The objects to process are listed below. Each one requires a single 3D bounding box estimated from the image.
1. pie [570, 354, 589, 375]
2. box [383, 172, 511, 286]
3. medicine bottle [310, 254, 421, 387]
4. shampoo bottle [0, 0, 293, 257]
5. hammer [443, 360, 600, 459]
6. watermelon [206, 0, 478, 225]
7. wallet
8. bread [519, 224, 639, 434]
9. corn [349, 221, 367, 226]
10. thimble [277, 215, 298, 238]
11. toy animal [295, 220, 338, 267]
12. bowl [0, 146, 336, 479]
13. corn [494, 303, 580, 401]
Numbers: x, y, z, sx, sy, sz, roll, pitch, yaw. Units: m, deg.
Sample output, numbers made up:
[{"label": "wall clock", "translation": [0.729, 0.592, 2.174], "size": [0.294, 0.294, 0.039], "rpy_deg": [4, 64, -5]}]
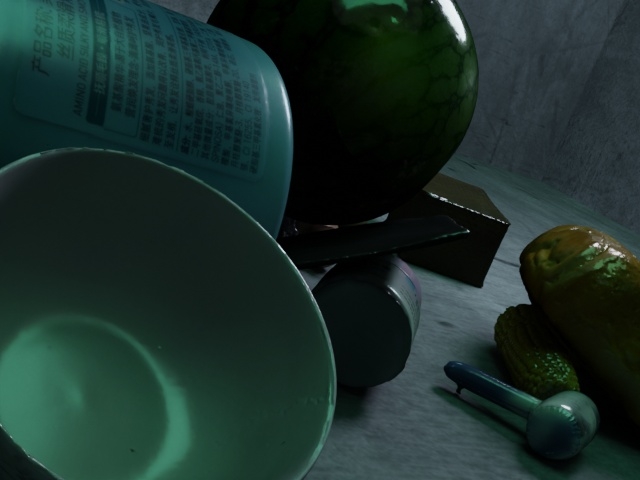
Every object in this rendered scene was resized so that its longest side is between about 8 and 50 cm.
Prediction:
[{"label": "pie", "translation": [0.421, 0.195, 1.442], "size": [0.084, 0.020, 0.084], "rpy_deg": [21, 12, -5]}, {"label": "box", "translation": [0.240, -0.038, 1.785], "size": [0.184, 0.143, 0.273], "rpy_deg": [20, 15, -8]}, {"label": "medicine bottle", "translation": [0.052, 0.087, 1.072], "size": [0.135, 0.135, 0.168], "rpy_deg": [24, 14, 7]}, {"label": "shampoo bottle", "translation": [-0.248, -0.082, 0.843], "size": [0.342, 0.331, 0.331], "rpy_deg": [12, 17, -35]}, {"label": "hammer", "translation": [0.235, 0.194, 1.092], "size": [0.194, 0.069, 0.116], "rpy_deg": [24, 15, 28]}, {"label": "watermelon", "translation": [0.021, -0.194, 1.104], "size": [0.363, 0.363, 0.363], "rpy_deg": [20, 14, -5]}, {"label": "wallet", "translation": [0.028, 0.004, 1.044], "size": [0.247, 0.041, 0.323], "rpy_deg": [-11, 2, 1]}, {"label": "bread", "translation": [0.435, 0.114, 1.296], "size": [0.337, 0.148, 0.328], "rpy_deg": [50, 15, 0]}, {"label": "corn", "translation": [-0.031, -0.126, 1.749], "size": [0.305, 0.123, 0.122], "rpy_deg": [20, 16, -2]}, {"label": "thimble", "translation": [-0.106, -0.032, 1.240], "size": [0.098, 0.150, 0.150], "rpy_deg": [34, 18, 36]}, {"label": "toy animal", "translation": [0.002, -0.006, 1.438], "size": [0.083, 0.089, 0.150], "rpy_deg": [18, 23, -28]}, {"label": "bowl", "translation": [-0.144, 0.087, 0.636], "size": [0.287, 0.144, 0.287], "rpy_deg": [27, 40, -25]}, {"label": "corn", "translation": [0.298, 0.161, 1.250], "size": [0.091, 0.091, 0.260], "rpy_deg": [20, 16, -5]}]
